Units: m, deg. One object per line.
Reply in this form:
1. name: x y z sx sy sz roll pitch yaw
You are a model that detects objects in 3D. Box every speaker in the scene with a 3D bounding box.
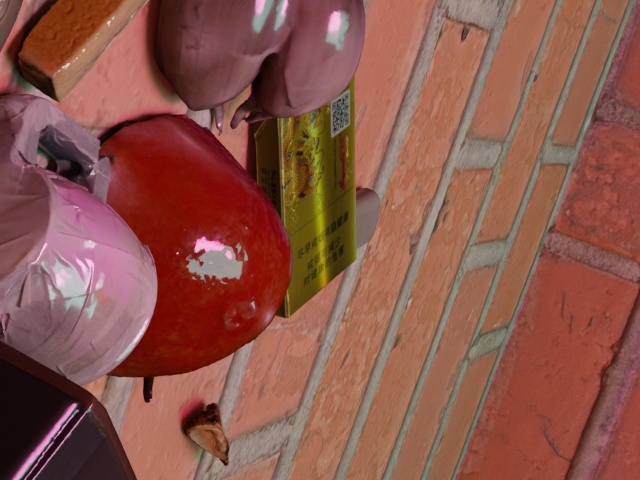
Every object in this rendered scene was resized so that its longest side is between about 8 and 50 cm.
1. speaker: -0.279 0.169 0.969 0.153 0.230 0.193 -54 155 -30

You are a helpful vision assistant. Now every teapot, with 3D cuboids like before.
1. teapot: -0.220 -0.004 1.031 0.222 0.163 0.178 -60 153 -18

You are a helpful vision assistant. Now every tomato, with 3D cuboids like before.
1. tomato: -0.123 0.021 1.264 0.309 0.170 0.309 -51 155 -36

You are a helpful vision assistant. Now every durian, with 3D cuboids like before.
1. durian: -0.133 0.242 1.605 0.052 0.066 0.130 -55 165 -26

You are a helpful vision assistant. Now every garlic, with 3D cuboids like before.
1. garlic: -0.056 -0.228 1.262 0.237 0.210 0.292 -114 -142 -72

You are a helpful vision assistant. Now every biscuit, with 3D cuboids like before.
1. biscuit: -0.183 -0.197 1.071 0.188 0.052 0.056 -55 172 -26

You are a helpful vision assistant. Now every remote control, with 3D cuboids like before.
1. remote control: 0.000 -0.001 1.699 0.309 0.038 0.090 -29 134 -56

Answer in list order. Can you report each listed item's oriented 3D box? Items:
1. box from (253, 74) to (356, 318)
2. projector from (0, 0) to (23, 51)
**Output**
1. box: -0.015 -0.079 1.532 0.173 0.043 0.311 -40 137 -48
2. projector: -0.267 -0.152 0.826 0.193 0.088 0.270 112 3 -78
